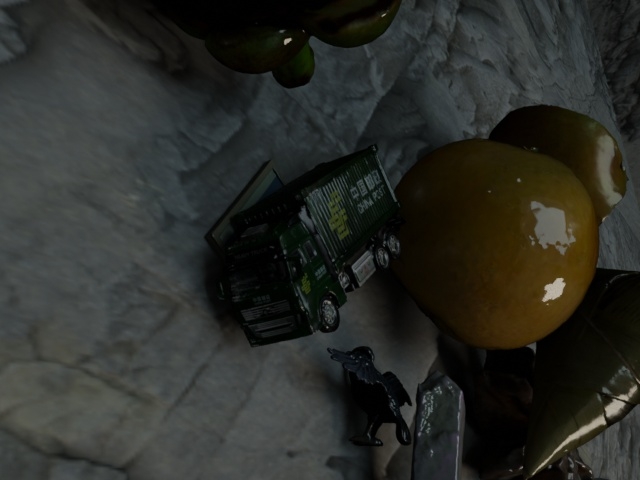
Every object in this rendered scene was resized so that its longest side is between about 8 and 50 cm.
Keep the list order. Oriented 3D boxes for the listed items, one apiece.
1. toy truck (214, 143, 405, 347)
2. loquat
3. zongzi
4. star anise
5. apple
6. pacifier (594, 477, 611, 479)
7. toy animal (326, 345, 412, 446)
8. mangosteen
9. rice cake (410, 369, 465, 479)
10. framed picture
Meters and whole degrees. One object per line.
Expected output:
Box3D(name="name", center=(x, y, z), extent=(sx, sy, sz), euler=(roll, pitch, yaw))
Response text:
Box3D(name="toy truck", center=(0.000, 0.000, 0.724), extent=(0.259, 0.088, 0.121), euler=(-40, 110, -58))
Box3D(name="loquat", center=(0.197, 0.004, 0.888), extent=(0.263, 0.263, 0.262), euler=(33, 48, -46))
Box3D(name="zongzi", center=(0.303, 0.157, 0.967), extent=(0.145, 0.300, 0.274), euler=(50, -8, -11))
Box3D(name="star anise", center=(0.304, 0.283, 1.045), extent=(0.332, 0.118, 0.331), euler=(40, 38, -41))
Box3D(name="apple", center=(0.342, -0.066, 1.181), extent=(0.346, 0.179, 0.253), euler=(118, -22, -73))
Box3D(name="pacifier", center=(0.527, 0.540, 1.244), extent=(0.207, 0.227, 0.278), euler=(-36, 110, -16))
Box3D(name="toy animal", center=(0.057, 0.161, 0.772), extent=(0.220, 0.062, 0.107), euler=(45, 36, -57))
Box3D(name="mangosteen", center=(-0.062, -0.300, 0.625), extent=(0.311, 0.311, 0.311), euler=(33, 48, -46))
Box3D(name="rice cake", center=(0.109, 0.310, 0.730), extent=(0.072, 0.056, 0.364), euler=(78, 18, -62))
Box3D(name="framed picture", center=(-0.050, -0.002, 0.739), extent=(0.109, 0.011, 0.149), euler=(58, 34, -21))
